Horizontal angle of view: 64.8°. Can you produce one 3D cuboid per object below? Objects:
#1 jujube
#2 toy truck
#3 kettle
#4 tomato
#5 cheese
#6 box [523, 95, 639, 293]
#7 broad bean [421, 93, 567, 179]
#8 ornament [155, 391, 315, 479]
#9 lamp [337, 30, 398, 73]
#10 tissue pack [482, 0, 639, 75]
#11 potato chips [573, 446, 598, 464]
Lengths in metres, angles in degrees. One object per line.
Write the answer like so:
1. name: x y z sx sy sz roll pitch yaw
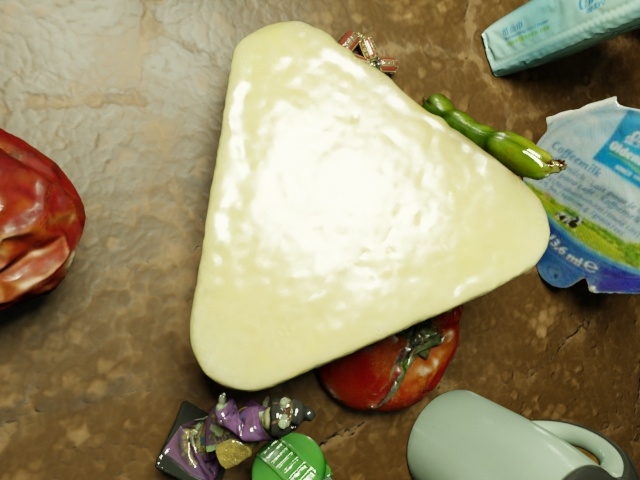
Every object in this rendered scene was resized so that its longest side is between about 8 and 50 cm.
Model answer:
1. jujube: -0.333 -0.036 0.419 0.250 0.174 0.174 29 81 -33
2. toy truck: -0.004 0.327 0.574 0.101 0.125 0.242 -31 128 -22
3. kettle: 0.267 0.296 0.651 0.221 0.236 0.161 -17 99 -22
4. tomato: 0.100 0.115 0.647 0.228 0.101 0.227 -2 94 -27
5. cheese: -0.001 -0.001 0.535 0.384 0.104 0.383 1 82 -4
6. box: 0.462 -0.065 0.742 0.206 0.262 0.291 -22 139 -31
7. broad bean: 0.182 -0.128 0.597 0.053 0.256 0.052 -19 122 -10
8. ornament: -0.087 0.187 0.514 0.081 0.203 0.088 33 44 -16
9. lamp: 0.056 -0.229 0.647 0.083 0.031 0.063 38 76 -17
10. tissue pack: 0.368 -0.304 0.652 0.177 0.263 0.089 -25 99 -21
11. potato chips: 0.370 0.396 0.804 0.202 0.049 0.150 -4 89 -21
